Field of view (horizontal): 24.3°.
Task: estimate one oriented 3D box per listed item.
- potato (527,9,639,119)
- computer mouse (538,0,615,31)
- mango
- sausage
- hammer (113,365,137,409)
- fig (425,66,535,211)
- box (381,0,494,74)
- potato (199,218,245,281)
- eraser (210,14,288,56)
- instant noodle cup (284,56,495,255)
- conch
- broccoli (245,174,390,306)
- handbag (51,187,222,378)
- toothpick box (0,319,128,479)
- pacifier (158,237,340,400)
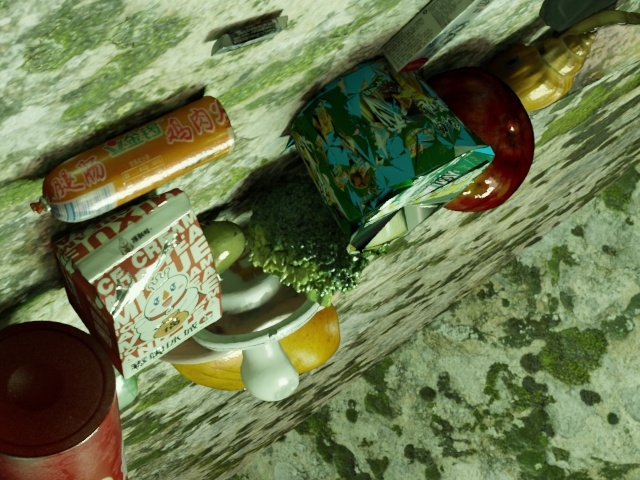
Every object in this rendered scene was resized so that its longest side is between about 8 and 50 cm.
[{"bbox_3d":[0.394,-0.298,2.266,0.261,0.100,0.120,-26,134,1],"label":"potato"},{"bbox_3d":[0.365,-0.352,1.974,0.122,0.073,0.217,-27,172,-16],"label":"computer mouse"},{"bbox_3d":[-0.120,0.156,2.495,0.350,0.201,0.199,-4,113,-50],"label":"mango"},{"bbox_3d":[-0.206,-0.081,1.606,0.234,0.071,0.071,-28,166,-24],"label":"sausage"},{"bbox_3d":[-0.386,0.197,2.149,0.206,0.119,0.335,-33,161,-8],"label":"hammer"},{"bbox_3d":[0.180,-0.141,2.121,0.186,0.203,0.249,-24,-166,-35],"label":"fig"},{"bbox_3d":[0.167,-0.286,1.816,0.218,0.039,0.055,-41,167,33],"label":"box"},{"bbox_3d":[-0.189,0.035,2.053,0.188,0.085,0.105,-25,164,-13],"label":"potato"},{"bbox_3d":[-0.074,-0.214,1.547,0.099,0.019,0.027,-23,178,-36],"label":"eraser"},{"bbox_3d":[0.081,-0.118,1.918,0.240,0.178,0.240,-32,167,-8],"label":"instant noodle cup"},{"bbox_3d":[0.264,-0.222,2.177,0.330,0.109,0.093,-27,149,26],"label":"conch"},{"bbox_3d":[0.001,-0.002,2.069,0.198,0.226,0.176,-18,153,-22],"label":"broccoli"},{"bbox_3d":[-0.225,0.032,1.844,0.171,0.151,0.298,-34,161,-17],"label":"handbag"},{"bbox_3d":[-0.361,0.279,1.982,0.204,0.204,0.333,-28,151,-22],"label":"toothpick box"},{"bbox_3d":[-0.105,0.107,2.231,0.332,0.220,0.273,-26,155,-13],"label":"pacifier"}]
